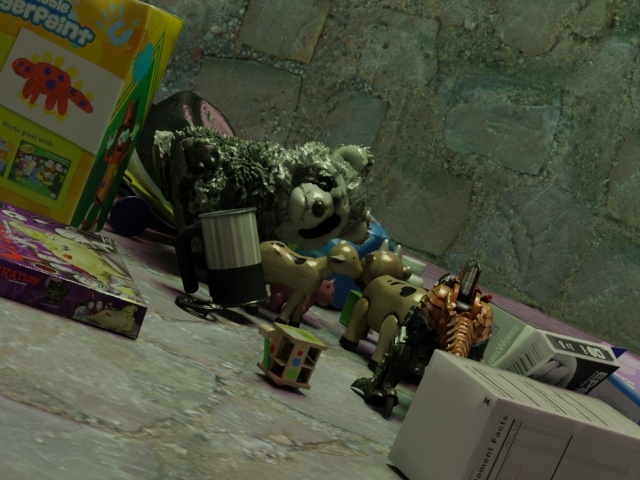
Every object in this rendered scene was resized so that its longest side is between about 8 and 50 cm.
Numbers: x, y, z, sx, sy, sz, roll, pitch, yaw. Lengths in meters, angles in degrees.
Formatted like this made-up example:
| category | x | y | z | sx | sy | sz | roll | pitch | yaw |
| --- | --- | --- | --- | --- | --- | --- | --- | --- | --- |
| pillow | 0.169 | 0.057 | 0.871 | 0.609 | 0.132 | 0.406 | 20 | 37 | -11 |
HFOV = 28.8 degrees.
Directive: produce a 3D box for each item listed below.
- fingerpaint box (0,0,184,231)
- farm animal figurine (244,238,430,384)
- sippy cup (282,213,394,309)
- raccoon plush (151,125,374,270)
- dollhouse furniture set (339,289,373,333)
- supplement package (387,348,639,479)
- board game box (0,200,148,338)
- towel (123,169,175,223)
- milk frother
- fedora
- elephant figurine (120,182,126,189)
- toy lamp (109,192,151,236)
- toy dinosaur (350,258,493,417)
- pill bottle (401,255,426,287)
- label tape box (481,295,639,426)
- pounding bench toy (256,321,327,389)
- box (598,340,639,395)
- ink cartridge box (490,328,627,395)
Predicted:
| category | x | y | z | sx | sy | sz | roll | pitch | yaw |
| --- | --- | --- | --- | --- | --- | --- | --- | --- | --- |
| fingerpaint box | -0.494 | -0.266 | 1.962 | 0.445 | 0.371 | 0.163 | 23 | 6 | 10 |
| farm animal figurine | 0.074 | 0.084 | 1.888 | 0.330 | 0.172 | 0.327 | 16 | 9 | -46 |
| sippy cup | 0.000 | 0.000 | 2.240 | 0.224 | 0.240 | 0.305 | 38 | 37 | 28 |
| raccoon plush | -0.096 | -0.124 | 2.042 | 0.299 | 0.216 | 0.446 | -7 | 34 | -15 |
| dollhouse furniture set | 0.105 | 0.132 | 2.124 | 0.151 | 0.058 | 0.076 | 19 | 8 | -32 |
| supplement package | 0.221 | 0.226 | 1.330 | 0.244 | 0.139 | 0.134 | 20 | 8 | -29 |
| board game box | -0.338 | 0.023 | 1.539 | 0.208 | 0.056 | 0.347 | 16 | 8 | -20 |
| towel | -0.265 | -0.052 | 2.178 | 0.237 | 0.021 | 0.102 | 43 | -4 | -37 |
| milk frother | -0.143 | 0.030 | 1.741 | 0.129 | 0.135 | 0.143 | -9 | 5 | -2 |
| fedora | -0.254 | -0.169 | 2.353 | 0.334 | 0.152 | 0.334 | 40 | 27 | -25 |
| elephant figurine | -0.391 | -0.159 | 2.525 | 0.169 | 0.239 | 0.186 | -4 | -41 | 6 |
| toy lamp | -0.367 | -0.076 | 2.169 | 0.080 | 0.080 | 0.274 | 19 | 10 | -29 |
| toy dinosaur | 0.150 | 0.124 | 1.590 | 0.164 | 0.218 | 0.322 | 26 | 6 | 21 |
| pill bottle | 0.155 | 0.093 | 2.356 | 0.067 | 0.120 | 0.067 | 22 | 6 | -2 |
| label tape box | 0.330 | 0.209 | 1.780 | 0.240 | 0.106 | 0.333 | 38 | -3 | -33 |
| pounding bench toy | -0.048 | 0.137 | 1.480 | 0.083 | 0.065 | 0.052 | 18 | 8 | -35 |
| box | 0.520 | 0.283 | 1.841 | 0.201 | 0.057 | 0.293 | 60 | -12 | -26 |
| ink cartridge box | 0.252 | 0.191 | 1.494 | 0.208 | 0.206 | 0.045 | 14 | 41 | -46 |
